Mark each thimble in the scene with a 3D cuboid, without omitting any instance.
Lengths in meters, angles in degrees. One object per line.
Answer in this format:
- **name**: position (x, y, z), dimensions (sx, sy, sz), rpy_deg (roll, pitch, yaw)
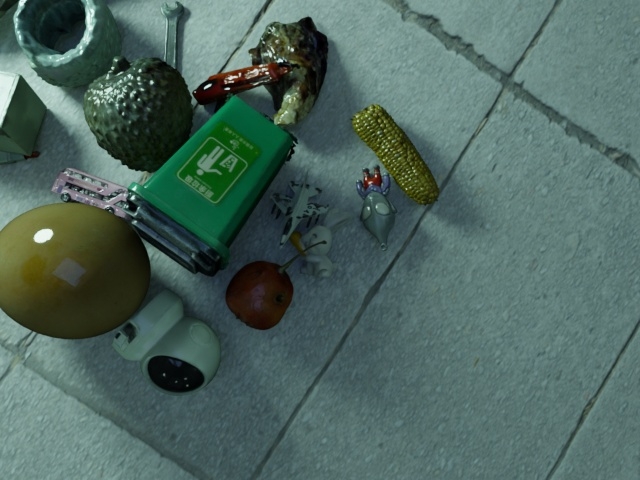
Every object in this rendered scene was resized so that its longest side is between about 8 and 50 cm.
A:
- **thimble**: position (-0.615, -0.499, 1.191), dimensions (0.205, 0.172, 0.250), rpy_deg (30, 83, -4)

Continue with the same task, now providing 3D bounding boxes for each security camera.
- **security camera**: position (-0.347, 0.255, 1.164), dimensions (0.236, 0.194, 0.194), rpy_deg (44, 85, -6)

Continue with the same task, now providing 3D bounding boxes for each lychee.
- **lychee**: position (-0.418, -0.301, 1.159), dimensions (0.255, 0.255, 0.274), rpy_deg (-29, 124, -5)

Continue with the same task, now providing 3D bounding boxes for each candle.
- **candle**: position (-0.190, -0.402, 1.225), dimensions (0.302, 0.059, 0.084), rpy_deg (-6, 68, 22)

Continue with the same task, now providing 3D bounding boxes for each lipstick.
- **lipstick**: position (-0.776, -0.213, 1.233), dimensions (0.129, 0.030, 0.030), rpy_deg (-7, 87, -4)

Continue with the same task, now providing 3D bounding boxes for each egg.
- **egg**: position (-0.562, 0.063, 1.089), dimensions (0.374, 0.301, 0.301), rpy_deg (12, 85, 20)

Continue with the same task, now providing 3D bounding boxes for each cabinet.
- **cabinet**: position (-0.809, -0.314, 1.166), dimensions (0.206, 0.145, 0.150), rpy_deg (8, 73, -3)

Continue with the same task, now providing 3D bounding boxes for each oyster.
- **oyster**: position (-0.077, -0.453, 1.267), dimensions (0.275, 0.100, 0.271), rpy_deg (-41, 75, -1)

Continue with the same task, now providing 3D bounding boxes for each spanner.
- **spanner**: position (-0.396, -0.483, 1.284), dimensions (0.071, 0.017, 0.302), rpy_deg (0, 87, -2)

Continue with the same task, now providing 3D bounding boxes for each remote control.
- **remote control**: position (-0.254, -0.374, 1.288), dimensions (0.034, 0.016, 0.091), rpy_deg (15, 85, 14)

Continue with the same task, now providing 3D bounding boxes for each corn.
- **corn**: position (0.203, -0.222, 1.275), dimensions (0.102, 0.102, 0.313), rpy_deg (-39, 94, -5)

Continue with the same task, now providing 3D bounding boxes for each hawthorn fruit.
- **hawthorn fruit**: position (-0.109, 0.085, 1.195), dimensions (0.165, 0.165, 0.285), rpy_deg (39, 94, -1)

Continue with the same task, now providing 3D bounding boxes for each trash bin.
- **trash bin**: position (-0.246, -0.120, 1.162), dimensions (0.259, 0.295, 0.381), rpy_deg (37, 73, -3)

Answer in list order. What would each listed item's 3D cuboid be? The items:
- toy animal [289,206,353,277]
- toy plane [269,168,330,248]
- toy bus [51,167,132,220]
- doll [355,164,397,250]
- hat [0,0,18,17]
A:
- **toy animal**: position (0.000, 0.000, 1.260), dimensions (0.127, 0.131, 0.181), rpy_deg (1, 95, -38)
- **toy plane**: position (-0.065, -0.069, 1.242), dimensions (0.160, 0.082, 0.234), rpy_deg (15, 67, 5)
- **toy bus**: position (-0.564, -0.115, 1.227), dimensions (0.203, 0.063, 0.090), rpy_deg (21, 85, -2)
- **doll**: position (0.149, -0.083, 1.272), dimensions (0.102, 0.075, 0.227), rpy_deg (-11, 79, 27)
- **hat**: position (-0.894, -0.707, 1.092), dimensions (0.366, 0.381, 0.257), rpy_deg (33, 70, 18)
